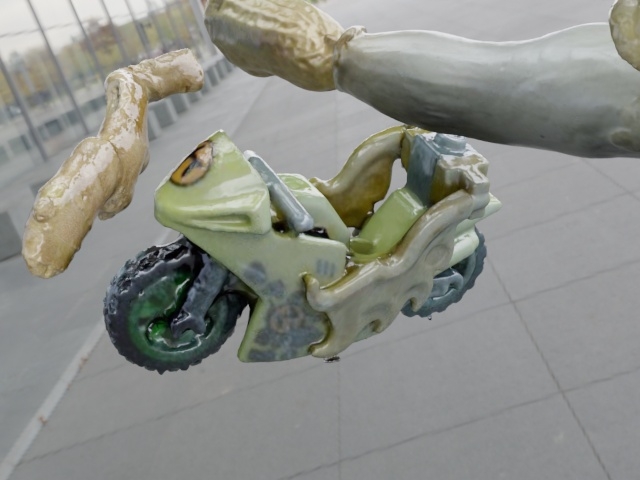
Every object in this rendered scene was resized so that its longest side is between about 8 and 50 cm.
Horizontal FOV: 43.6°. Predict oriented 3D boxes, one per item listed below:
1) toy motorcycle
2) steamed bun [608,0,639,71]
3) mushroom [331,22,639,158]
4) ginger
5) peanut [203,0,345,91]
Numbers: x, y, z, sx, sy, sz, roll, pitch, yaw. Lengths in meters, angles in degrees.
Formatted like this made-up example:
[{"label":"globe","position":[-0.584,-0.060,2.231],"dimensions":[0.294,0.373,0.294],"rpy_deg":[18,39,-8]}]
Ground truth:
[{"label":"toy motorcycle","position":[0.000,0.000,0.771],"dimensions":[0.410,0.236,0.168],"rpy_deg":[-8,37,-27]},{"label":"steamed bun","position":[0.310,-0.118,0.403],"dimensions":[0.296,0.137,0.292],"rpy_deg":[-19,-14,8]},{"label":"mushroom","position":[0.162,-0.120,0.644],"dimensions":[0.352,0.109,0.097],"rpy_deg":[12,73,31]},{"label":"ginger","position":[-0.173,-0.078,0.682],"dimensions":[0.075,0.089,0.288],"rpy_deg":[2,41,14]},{"label":"peanut","position":[-0.044,-0.206,0.824],"dimensions":[0.194,0.093,0.083],"rpy_deg":[33,36,27]}]
